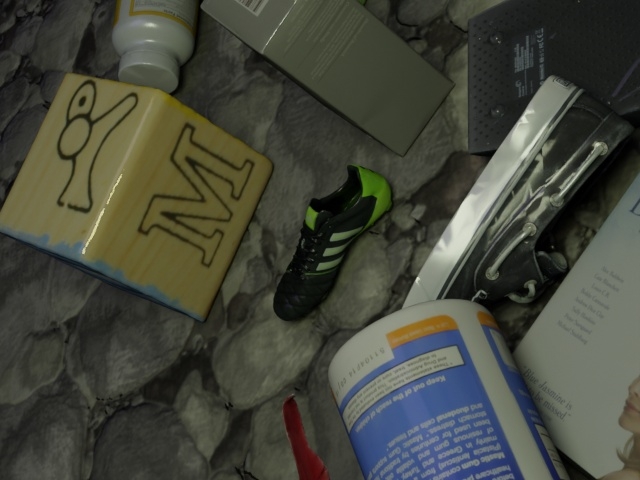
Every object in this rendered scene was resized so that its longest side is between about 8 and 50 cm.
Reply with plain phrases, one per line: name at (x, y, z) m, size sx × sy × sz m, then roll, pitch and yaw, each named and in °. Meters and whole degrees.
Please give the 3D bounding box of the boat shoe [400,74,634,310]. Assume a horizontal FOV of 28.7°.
boat shoe at (0.166, 0.008, 1.093) m, size 0.102 × 0.108 × 0.301 m, roll 34°, pitch 104°, yaw 14°

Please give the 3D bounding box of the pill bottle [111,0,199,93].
pill bottle at (-0.205, -0.277, 1.561) m, size 0.103 × 0.103 × 0.184 m, roll -16°, pitch 59°, yaw 35°

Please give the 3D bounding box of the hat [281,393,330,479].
hat at (-0.023, 0.273, 1.049) m, size 0.173 × 0.183 × 0.209 m, roll -25°, pitch 55°, yaw 31°

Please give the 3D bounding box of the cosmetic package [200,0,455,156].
cosmetic package at (0.011, -0.191, 1.235) m, size 0.127 × 0.238 × 0.107 m, roll 41°, pitch 99°, yaw 42°

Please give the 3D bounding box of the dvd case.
dvd case at (0.267, 0.072, 1.023) m, size 0.253 × 0.022 × 0.180 m, roll -55°, pitch 44°, yaw 3°

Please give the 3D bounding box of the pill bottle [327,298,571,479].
pill bottle at (0.117, 0.196, 0.987) m, size 0.152 × 0.152 × 0.272 m, roll -35°, pitch 57°, yaw 22°

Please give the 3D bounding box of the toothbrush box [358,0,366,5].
toothbrush box at (-0.015, -0.381, 1.378) m, size 0.122 × 0.206 × 0.283 m, roll 25°, pitch 86°, yaw 46°

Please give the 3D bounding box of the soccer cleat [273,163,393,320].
soccer cleat at (0.000, 0.000, 1.257) m, size 0.179 × 0.072 × 0.060 m, roll -53°, pitch 45°, yaw 5°

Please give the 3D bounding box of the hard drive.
hard drive at (0.253, -0.171, 1.140) m, size 0.254 × 0.054 × 0.172 m, roll -16°, pitch 58°, yaw 34°

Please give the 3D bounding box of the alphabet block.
alphabet block at (-0.205, -0.050, 1.377) m, size 0.192 × 0.193 × 0.197 m, roll 17°, pitch 80°, yaw 43°
